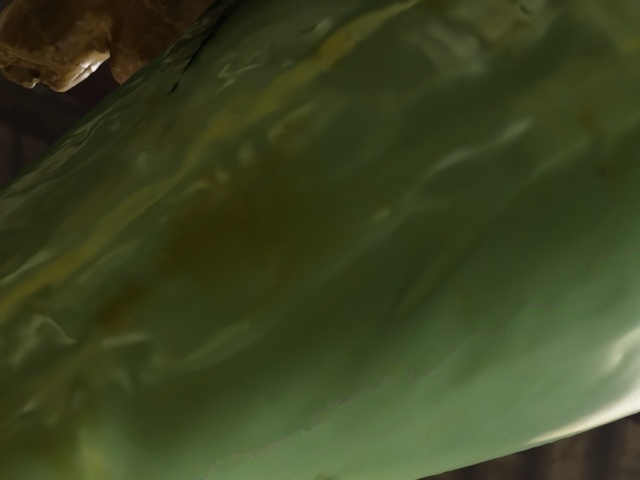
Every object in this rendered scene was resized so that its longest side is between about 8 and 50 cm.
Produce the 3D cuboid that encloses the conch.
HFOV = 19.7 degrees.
[{"bbox_3d":[-0.001,0.005,0.418,0.143,0.251,0.137,40,-28,47],"label":"conch"}]

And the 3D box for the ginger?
[{"bbox_3d":[-0.044,-0.166,1.098,0.334,0.081,0.148,-33,-124,8],"label":"ginger"}]
